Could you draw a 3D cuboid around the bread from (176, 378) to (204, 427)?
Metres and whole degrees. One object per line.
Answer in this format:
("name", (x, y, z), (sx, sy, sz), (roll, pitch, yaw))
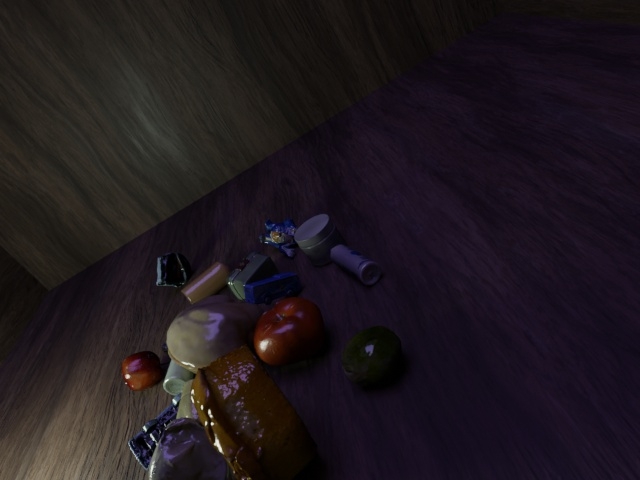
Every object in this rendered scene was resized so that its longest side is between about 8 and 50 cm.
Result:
("bread", (-0.356, 0.504, 1.504), (0.148, 0.134, 0.141), (-34, 40, 41))

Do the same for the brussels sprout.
("brussels sprout", (0.147, 0.330, 1.425), (0.161, 0.144, 0.181), (33, 91, 40))

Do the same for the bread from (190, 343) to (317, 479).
("bread", (-0.177, 0.478, 1.309), (0.215, 0.398, 0.398), (-35, 26, -16))

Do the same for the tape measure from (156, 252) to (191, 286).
("tape measure", (-0.790, 0.159, 2.682), (0.107, 0.181, 0.182), (-19, 66, 33))

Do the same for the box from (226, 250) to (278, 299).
("box", (-0.297, 0.158, 2.189), (0.129, 0.148, 0.210), (9, 48, 38))

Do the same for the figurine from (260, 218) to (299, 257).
("figurine", (-0.159, -0.019, 2.366), (0.262, 0.121, 0.164), (24, 86, 34))

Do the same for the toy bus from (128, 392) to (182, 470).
("toy bus", (-0.468, 0.612, 1.617), (0.256, 0.147, 0.128), (-41, 65, -14))

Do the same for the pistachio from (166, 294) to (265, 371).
("pistachio", (-0.372, 0.342, 1.819), (0.365, 0.281, 0.445), (-16, 23, -22))

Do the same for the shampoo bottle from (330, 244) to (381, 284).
("shampoo bottle", (0.119, 0.081, 1.916), (0.092, 0.092, 0.303), (-39, 27, -10))

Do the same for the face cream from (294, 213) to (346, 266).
("face cream", (0.000, 0.000, 2.112), (0.177, 0.153, 0.177), (-27, 26, 14))

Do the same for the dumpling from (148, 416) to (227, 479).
("dumpling", (-0.379, 0.636, 1.415), (0.204, 0.293, 0.163), (7, 4, -19))

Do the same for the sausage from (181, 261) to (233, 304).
("sausage", (-0.532, 0.206, 2.388), (0.253, 0.123, 0.123), (-40, 28, -14))

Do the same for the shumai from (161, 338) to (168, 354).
("shumai", (-0.627, 0.448, 2.137), (0.080, 0.083, 0.082), (-38, 59, 37))

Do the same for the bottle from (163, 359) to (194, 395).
("bottle", (-0.536, 0.483, 1.959), (0.104, 0.104, 0.245), (-26, 28, 14))

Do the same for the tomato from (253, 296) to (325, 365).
("tomato", (-0.099, 0.309, 1.683), (0.260, 0.180, 0.260), (-24, 27, 13))

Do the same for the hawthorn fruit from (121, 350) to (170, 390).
("hawthorn fruit", (-0.712, 0.527, 2.045), (0.194, 0.157, 0.157), (-18, 25, -10))

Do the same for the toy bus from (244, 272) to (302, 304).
("toy bus", (-0.185, 0.189, 1.970), (0.236, 0.094, 0.079), (-14, 18, -38))
